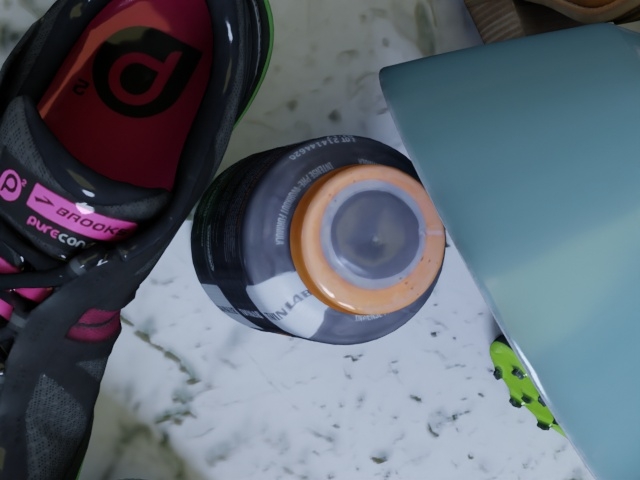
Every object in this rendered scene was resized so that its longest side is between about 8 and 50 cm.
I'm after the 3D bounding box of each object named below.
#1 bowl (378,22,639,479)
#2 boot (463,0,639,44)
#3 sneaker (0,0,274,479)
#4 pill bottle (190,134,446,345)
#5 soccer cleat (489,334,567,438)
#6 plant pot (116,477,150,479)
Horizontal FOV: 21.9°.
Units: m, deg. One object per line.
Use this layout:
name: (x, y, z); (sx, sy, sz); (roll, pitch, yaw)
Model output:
bowl: (0.181, -0.009, 1.023); (0.163, 0.311, 0.312); (-28, 97, 9)
boot: (0.179, -0.244, 1.095); (0.109, 0.283, 0.220); (-15, 85, -30)
sneaker: (-0.183, 0.004, 1.017); (0.185, 0.202, 0.483); (23, 81, 1)
pill bottle: (0.000, 0.000, 1.055); (0.130, 0.245, 0.131); (0, 90, -14)
soccer cleat: (0.196, 0.115, 1.208); (0.179, 0.060, 0.072); (40, 70, -18)
plant pot: (-0.120, 0.325, 1.025); (0.196, 0.293, 0.293); (-38, 100, 15)
